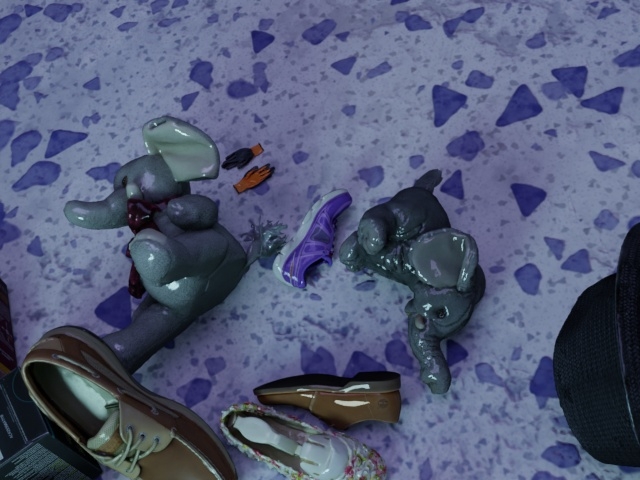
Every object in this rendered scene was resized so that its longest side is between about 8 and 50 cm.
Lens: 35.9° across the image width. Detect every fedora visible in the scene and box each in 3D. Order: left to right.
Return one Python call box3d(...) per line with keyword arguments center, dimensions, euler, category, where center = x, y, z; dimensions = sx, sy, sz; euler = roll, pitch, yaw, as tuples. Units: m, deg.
box3d(center=(0.377, 0.149, 1.188), dimensions=(0.152, 0.334, 0.334), euler=(-19, 50, 39), category="fedora")

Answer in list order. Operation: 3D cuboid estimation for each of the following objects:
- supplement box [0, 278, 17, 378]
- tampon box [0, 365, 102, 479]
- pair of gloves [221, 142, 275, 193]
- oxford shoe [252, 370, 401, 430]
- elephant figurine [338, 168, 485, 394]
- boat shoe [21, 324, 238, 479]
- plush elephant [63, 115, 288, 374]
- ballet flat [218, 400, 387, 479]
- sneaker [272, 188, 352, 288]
box3d(center=(-0.528, 0.140, 1.490), dimensions=(0.104, 0.081, 0.188), euler=(-20, 56, 1), category="supplement box")
box3d(center=(-0.389, 0.270, 1.326), dimensions=(0.101, 0.161, 0.120), euler=(-34, 56, -6), category="tampon box")
box3d(center=(-0.117, -0.118, 1.592), dimensions=(0.074, 0.010, 0.083), euler=(-29, 56, -4), category="pair of gloves")
box3d(center=(0.006, 0.218, 1.322), dimensions=(0.212, 0.076, 0.076), euler=(-2, 98, 25), category="oxford shoe")
box3d(center=(0.157, 0.053, 1.353), dimensions=(0.239, 0.186, 0.169), euler=(43, 33, 21), category="elephant figurine")
box3d(center=(-0.257, 0.245, 1.270), dimensions=(0.324, 0.120, 0.122), euler=(38, 103, 2), category="boat shoe")
box3d(center=(-0.236, -0.021, 1.418), dimensions=(0.255, 0.272, 0.330), euler=(42, 46, 18), category="plush elephant")
box3d(center=(-0.033, 0.273, 1.287), dimensions=(0.241, 0.077, 0.091), euler=(14, 74, 21), category="ballet flat")
box3d(center=(0.000, 0.000, 1.470), dimensions=(0.071, 0.068, 0.170), euler=(32, 79, 12), category="sneaker")
